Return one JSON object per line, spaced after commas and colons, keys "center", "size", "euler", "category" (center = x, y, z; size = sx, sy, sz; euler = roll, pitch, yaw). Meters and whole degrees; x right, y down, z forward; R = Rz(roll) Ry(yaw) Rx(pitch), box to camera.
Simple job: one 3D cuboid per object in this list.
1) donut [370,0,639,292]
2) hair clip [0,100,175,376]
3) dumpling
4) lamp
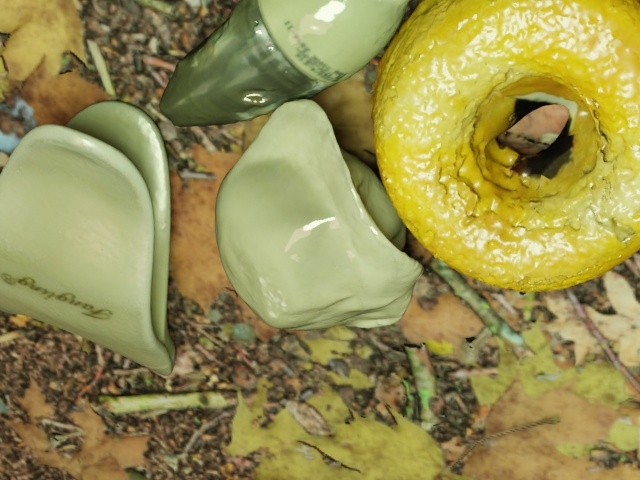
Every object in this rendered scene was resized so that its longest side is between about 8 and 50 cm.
{"center": [0.152, -0.083, 1.155], "size": [0.254, 0.118, 0.253], "euler": [3, 110, 8], "category": "donut"}
{"center": [-0.190, 0.006, 1.332], "size": [0.173, 0.113, 0.282], "euler": [22, 126, 7], "category": "hair clip"}
{"center": [0.000, 0.000, 1.231], "size": [0.162, 0.132, 0.250], "euler": [43, 154, 18], "category": "dumpling"}
{"center": [-0.017, -0.150, 1.177], "size": [0.250, 0.101, 0.101], "euler": [-29, 107, 31], "category": "lamp"}
